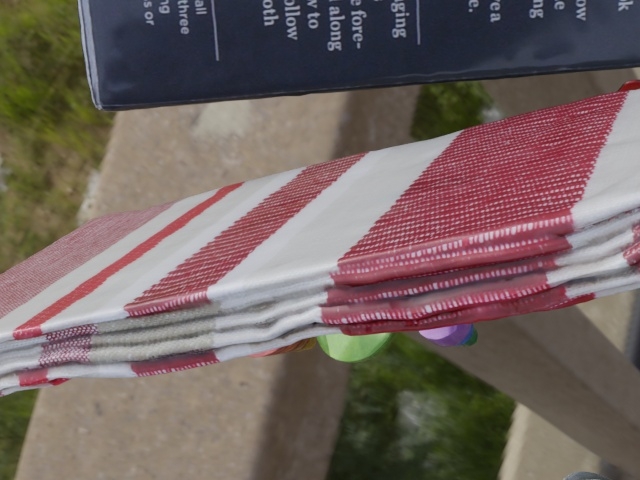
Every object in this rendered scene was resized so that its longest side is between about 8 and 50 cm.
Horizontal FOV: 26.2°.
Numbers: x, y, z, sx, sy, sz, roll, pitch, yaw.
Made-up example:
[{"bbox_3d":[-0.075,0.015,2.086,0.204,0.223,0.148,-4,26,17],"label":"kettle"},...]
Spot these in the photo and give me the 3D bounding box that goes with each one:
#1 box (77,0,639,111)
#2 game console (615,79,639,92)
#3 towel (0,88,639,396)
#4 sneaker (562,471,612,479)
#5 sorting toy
[{"bbox_3d":[0.056,-0.229,0.817,0.395,0.293,0.212,-5,112,-4],"label":"box"},{"bbox_3d":[0.436,-0.213,1.835,0.085,0.144,0.124,25,69,-2],"label":"game console"},{"bbox_3d":[0.000,0.000,0.586,0.329,0.237,0.037,-13,103,21],"label":"towel"},{"bbox_3d":[0.276,0.445,1.479,0.158,0.182,0.410,19,74,-8],"label":"sneaker"},{"bbox_3d":[0.056,0.121,1.876,0.365,0.126,0.127,-2,67,33],"label":"sorting toy"}]
